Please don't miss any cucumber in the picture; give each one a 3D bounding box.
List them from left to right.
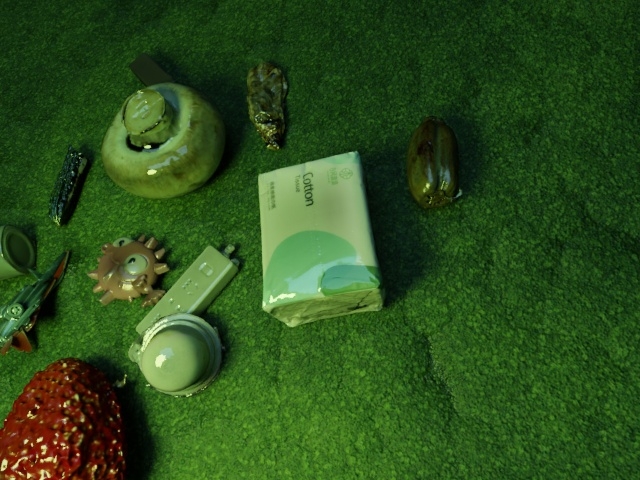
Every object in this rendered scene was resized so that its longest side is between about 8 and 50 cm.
[{"bbox_3d":[-0.777,-0.165,1.458,0.077,0.077,0.265,4,68,16],"label":"cucumber"}]

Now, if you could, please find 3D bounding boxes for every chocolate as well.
[{"bbox_3d":[-0.337,0.264,1.079,0.221,0.147,0.221,0,81,1],"label":"chocolate"}]

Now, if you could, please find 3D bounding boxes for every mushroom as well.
[{"bbox_3d":[-0.434,-0.276,1.317,0.352,0.260,0.352,-3,70,8],"label":"mushroom"}]

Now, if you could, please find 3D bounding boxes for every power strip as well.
[{"bbox_3d":[-0.330,0.141,1.216,0.098,0.058,0.338,35,78,25],"label":"power strip"}]

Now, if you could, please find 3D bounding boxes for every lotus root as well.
[{"bbox_3d":[0.279,-0.191,1.178,0.124,0.123,0.241,12,64,-12],"label":"lotus root"}]

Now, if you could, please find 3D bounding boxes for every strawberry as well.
[{"bbox_3d":[-0.544,0.421,1.047,0.292,0.292,0.343,-6,53,11],"label":"strawberry"}]

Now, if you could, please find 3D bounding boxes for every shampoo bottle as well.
[{"bbox_3d":[-0.523,-0.511,1.545,0.079,0.080,0.246,-43,63,-5],"label":"shampoo bottle"}]

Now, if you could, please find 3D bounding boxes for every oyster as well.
[{"bbox_3d":[-0.156,-0.412,1.418,0.129,0.078,0.345,-10,62,0],"label":"oyster"}]

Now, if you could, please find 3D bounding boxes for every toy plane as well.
[{"bbox_3d":[-0.790,0.158,1.299,0.223,0.104,0.326,-9,57,42],"label":"toy plane"}]

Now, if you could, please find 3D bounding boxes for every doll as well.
[{"bbox_3d":[-0.504,0.083,1.265,0.211,0.093,0.262,-39,60,-12],"label":"doll"}]

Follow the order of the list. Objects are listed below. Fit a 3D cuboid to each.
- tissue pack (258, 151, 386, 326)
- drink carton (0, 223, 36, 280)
[{"bbox_3d":[0.000,-0.001,1.120,0.266,0.194,0.356,-11,64,10],"label":"tissue pack"},{"bbox_3d":[-0.948,0.043,1.349,0.190,0.185,0.191,-17,61,3],"label":"drink carton"}]
